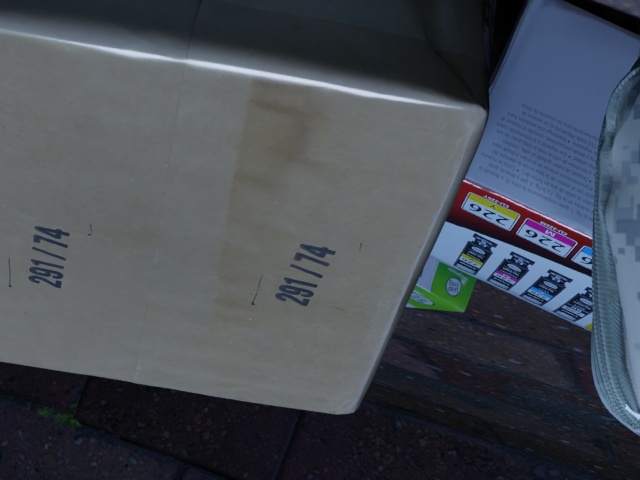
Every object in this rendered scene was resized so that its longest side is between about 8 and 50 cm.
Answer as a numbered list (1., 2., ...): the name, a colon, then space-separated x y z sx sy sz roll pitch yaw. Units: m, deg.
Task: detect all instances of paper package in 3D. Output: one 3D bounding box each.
1. paper package: -0.084 -0.061 0.676 0.309 0.168 0.325 10 147 -3

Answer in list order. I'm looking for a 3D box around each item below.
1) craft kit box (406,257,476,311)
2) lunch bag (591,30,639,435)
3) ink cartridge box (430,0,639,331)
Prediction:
1. craft kit box: 0.000 0.000 1.388 0.246 0.061 0.250 26 166 -31
2. lunch bag: 0.255 -0.022 0.454 0.212 0.256 0.305 29 164 -31
3. ink cartridge box: 0.230 0.004 0.831 0.309 0.130 0.272 25 168 5
